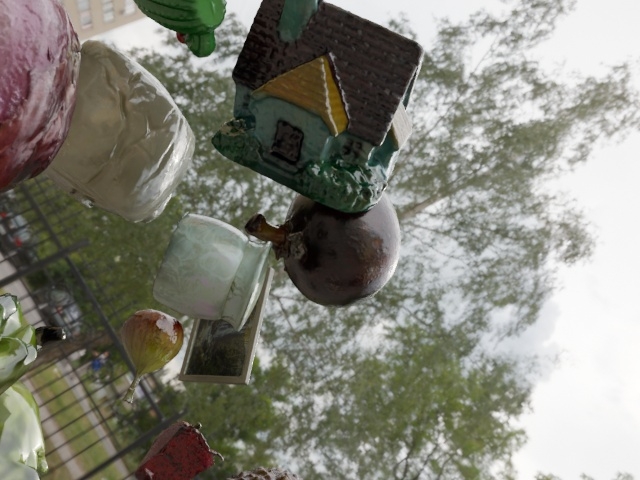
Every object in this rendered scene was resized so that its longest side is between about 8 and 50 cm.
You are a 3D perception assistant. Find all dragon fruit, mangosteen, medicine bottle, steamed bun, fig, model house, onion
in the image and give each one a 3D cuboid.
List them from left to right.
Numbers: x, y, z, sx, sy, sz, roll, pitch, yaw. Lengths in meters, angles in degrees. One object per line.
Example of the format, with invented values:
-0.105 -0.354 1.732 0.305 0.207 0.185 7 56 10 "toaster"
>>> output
-0.332 -0.132 0.611 0.120 0.283 0.227 19 1 -20 "onion"
-0.341 -0.163 1.001 0.236 0.247 0.383 39 -11 -11 "steamed bun"
-0.436 0.292 1.473 0.143 0.160 0.231 47 45 -77 "fig"
-0.266 0.401 1.082 0.102 0.147 0.096 56 -6 -4 "dragon fruit"
-0.154 0.047 0.848 0.143 0.147 0.147 21 -25 -4 "medicine bottle"
0.000 0.000 0.965 0.235 0.261 0.235 -174 -90 -75 "mangosteen"
0.013 -0.230 0.864 0.280 0.230 0.249 25 -49 7 "model house"

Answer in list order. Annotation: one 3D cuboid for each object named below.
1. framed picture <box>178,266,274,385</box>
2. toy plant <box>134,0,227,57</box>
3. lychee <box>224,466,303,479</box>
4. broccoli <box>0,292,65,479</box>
-0.255 0.227 1.559 0.240 0.324 0.020 -5 -29 32 "framed picture"
-0.215 -0.357 0.787 0.240 0.088 0.154 48 -24 16 "toy plant"
-0.061 0.466 0.808 0.271 0.271 0.271 45 -26 29 "lychee"
-0.262 0.169 0.270 0.281 0.348 0.293 46 -36 -14 "broccoli"
